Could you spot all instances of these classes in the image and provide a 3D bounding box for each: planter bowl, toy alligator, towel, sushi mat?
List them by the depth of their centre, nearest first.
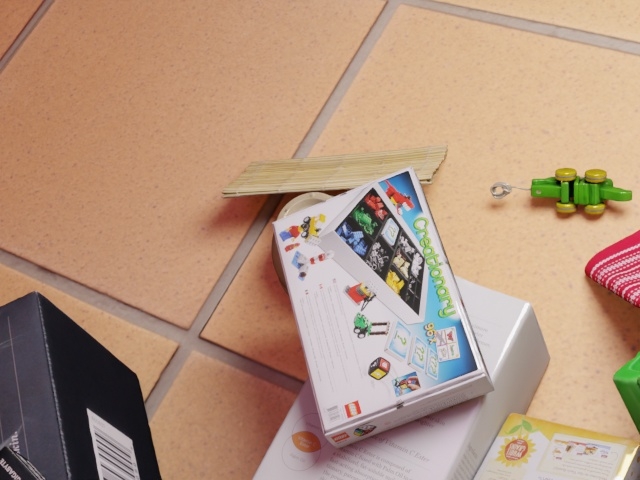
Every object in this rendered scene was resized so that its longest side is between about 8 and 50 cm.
[{"bbox_3d":[0.437,0.012,1.321,0.199,0.275,0.031,-30,99,1],"label":"towel"},{"bbox_3d":[0.329,-0.072,1.508,0.190,0.056,0.051,4,20,24],"label":"toy alligator"},{"bbox_3d":[0.000,0.000,1.548,0.162,0.109,0.162,-9,58,14],"label":"planter bowl"},{"bbox_3d":[0.024,-0.098,1.606,0.317,0.019,0.151,-3,19,19],"label":"sushi mat"}]

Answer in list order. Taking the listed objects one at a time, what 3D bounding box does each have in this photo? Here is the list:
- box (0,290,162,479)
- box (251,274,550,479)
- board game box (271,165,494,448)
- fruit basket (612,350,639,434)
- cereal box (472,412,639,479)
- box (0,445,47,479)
[{"bbox_3d":[-0.447,0.398,1.365,0.472,0.297,0.479,-25,55,7],"label":"box"},{"bbox_3d":[0.102,0.220,1.339,0.215,0.168,0.345,19,69,30],"label":"box"},{"bbox_3d":[0.065,0.072,1.308,0.193,0.053,0.305,-22,54,9],"label":"board game box"},{"bbox_3d":[0.535,0.215,1.125,0.283,0.392,0.392,-42,55,-7],"label":"fruit basket"},{"bbox_3d":[0.233,0.309,1.212,0.173,0.047,0.240,8,53,43],"label":"cereal box"},{"bbox_3d":[-0.315,0.344,1.139,0.220,0.051,0.175,35,76,31],"label":"box"}]
